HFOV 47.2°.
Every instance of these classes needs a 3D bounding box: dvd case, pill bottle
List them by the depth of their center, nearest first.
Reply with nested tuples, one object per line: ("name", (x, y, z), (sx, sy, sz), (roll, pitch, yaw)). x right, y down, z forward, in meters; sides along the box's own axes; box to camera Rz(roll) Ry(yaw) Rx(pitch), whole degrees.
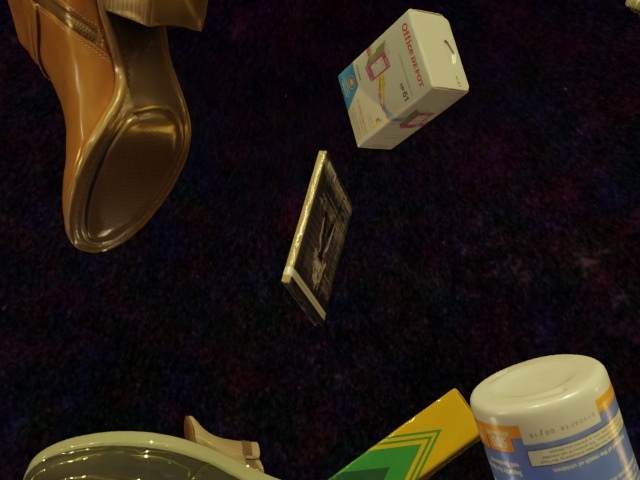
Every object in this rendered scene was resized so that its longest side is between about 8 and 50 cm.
("pill bottle", (0.277, 0.277, 0.806), (0.152, 0.152, 0.272), (-19, 94, 7))
("dvd case", (0.000, 0.000, 1.123), (0.018, 0.221, 0.164), (5, 153, 21))

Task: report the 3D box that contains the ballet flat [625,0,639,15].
("ballet flat", (0.410, -0.214, 0.795), (0.248, 0.086, 0.086), (28, 112, -34))

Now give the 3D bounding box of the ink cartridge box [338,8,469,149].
("ink cartridge box", (0.080, -0.159, 0.735), (0.052, 0.088, 0.122), (-2, 159, -38))

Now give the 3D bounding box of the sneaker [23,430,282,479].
("sneaker", (-0.075, 0.192, 0.425), (0.222, 0.118, 0.083), (17, 121, -8))

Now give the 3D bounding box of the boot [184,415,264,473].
("boot", (-0.123, 0.269, 0.940), (0.087, 0.118, 0.042), (-1, 127, -22))

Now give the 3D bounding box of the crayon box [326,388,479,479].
("crayon box", (0.150, 0.341, 1.166), (0.318, 0.202, 0.081), (-34, 69, -5))

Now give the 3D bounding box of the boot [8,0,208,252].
("boot", (-0.224, -0.152, 0.666), (0.220, 0.109, 0.283), (26, 112, 32))
